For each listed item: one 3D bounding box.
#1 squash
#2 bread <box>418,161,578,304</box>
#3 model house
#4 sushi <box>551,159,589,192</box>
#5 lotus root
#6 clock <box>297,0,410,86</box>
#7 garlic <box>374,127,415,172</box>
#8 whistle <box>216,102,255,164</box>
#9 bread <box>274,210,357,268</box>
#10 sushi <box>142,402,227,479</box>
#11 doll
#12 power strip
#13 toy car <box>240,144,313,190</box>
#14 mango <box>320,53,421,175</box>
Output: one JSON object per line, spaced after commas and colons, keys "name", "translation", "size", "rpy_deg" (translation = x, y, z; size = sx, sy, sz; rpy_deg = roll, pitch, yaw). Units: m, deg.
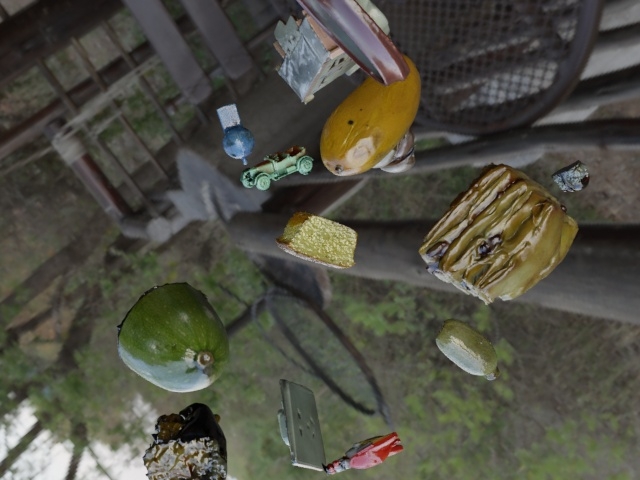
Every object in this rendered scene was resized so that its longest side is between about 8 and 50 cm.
{"name": "squash", "translation": [-0.370, 0.313, 2.482], "size": [0.309, 0.310, 0.310], "rpy_deg": [33, 157, 48]}
{"name": "bread", "translation": [0.423, 0.015, 1.972], "size": [0.370, 0.314, 0.191], "rpy_deg": [32, -169, -50]}
{"name": "model house", "translation": [0.039, -0.482, 2.060], "size": [0.169, 0.244, 0.326], "rpy_deg": [58, 163, 4]}
{"name": "sushi", "translation": [0.431, -0.105, 1.503], "size": [0.046, 0.044, 0.083], "rpy_deg": [55, 169, -2]}
{"name": "lotus root", "translation": [0.336, 0.245, 1.967], "size": [0.183, 0.090, 0.077], "rpy_deg": [42, 162, -14]}
{"name": "clock", "translation": [0.037, -0.388, 1.469], "size": [0.318, 0.080, 0.318], "rpy_deg": [46, -176, -4]}
{"name": "garlic", "translation": [0.146, -0.254, 2.232], "size": [0.191, 0.160, 0.214], "rpy_deg": [-129, 21, -60]}
{"name": "whistle", "translation": [-0.215, -0.268, 2.264], "size": [0.090, 0.090, 0.157], "rpy_deg": [19, 130, 63]}
{"name": "bread", "translation": [0.000, 0.000, 1.939], "size": [0.188, 0.103, 0.065], "rpy_deg": [22, 177, -21]}
{"name": "sushi", "translation": [-0.325, 0.512, 2.151], "size": [0.204, 0.200, 0.213], "rpy_deg": [-155, 62, -85]}
{"name": "doll", "translation": [0.088, 0.448, 1.834], "size": [0.057, 0.169, 0.109], "rpy_deg": [62, 177, 30]}
{"name": "power strip", "translation": [-0.059, 0.431, 2.051], "size": [0.213, 0.065, 0.198], "rpy_deg": [46, -149, -64]}
{"name": "toy car", "translation": [-0.088, -0.144, 1.762], "size": [0.073, 0.143, 0.054], "rpy_deg": [22, 129, 52]}
{"name": "mango", "translation": [0.125, -0.292, 2.053], "size": [0.187, 0.359, 0.144], "rpy_deg": [19, 156, 42]}
